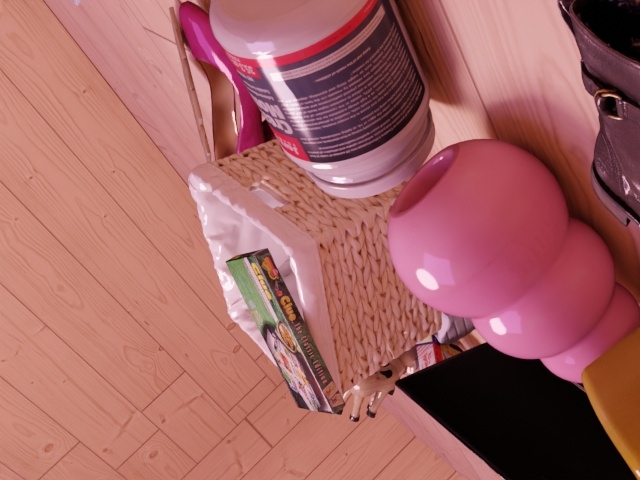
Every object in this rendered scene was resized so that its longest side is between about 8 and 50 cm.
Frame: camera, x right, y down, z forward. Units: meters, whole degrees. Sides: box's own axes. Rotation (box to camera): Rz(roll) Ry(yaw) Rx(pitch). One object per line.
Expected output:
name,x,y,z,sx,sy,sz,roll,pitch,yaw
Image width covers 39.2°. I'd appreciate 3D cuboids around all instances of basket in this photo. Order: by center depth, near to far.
basket,-0.003,0.020,1.471,0.328,0.266,0.331,36,147,46

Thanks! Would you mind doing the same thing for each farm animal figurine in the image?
farm animal figurine,0.157,0.228,1.794,0.327,0.172,0.330,17,-159,-10

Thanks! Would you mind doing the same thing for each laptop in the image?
laptop,0.380,0.350,1.462,0.382,0.236,0.408,39,166,40

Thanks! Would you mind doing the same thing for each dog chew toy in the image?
dog chew toy,0.236,0.039,1.028,0.332,0.206,0.206,41,171,-12

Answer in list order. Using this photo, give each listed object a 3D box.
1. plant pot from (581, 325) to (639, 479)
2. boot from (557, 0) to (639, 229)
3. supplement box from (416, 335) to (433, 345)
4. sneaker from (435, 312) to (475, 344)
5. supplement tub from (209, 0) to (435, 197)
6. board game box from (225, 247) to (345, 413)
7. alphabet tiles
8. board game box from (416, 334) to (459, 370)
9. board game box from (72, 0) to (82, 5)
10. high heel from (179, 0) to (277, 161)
plant pot,0.398,0.185,0.928,0.212,0.212,0.187,52,180,-27
boot,0.289,-0.067,0.696,0.263,0.091,0.229,42,169,36
supplement box,0.166,0.133,1.620,0.083,0.056,0.083,-88,-17,-47
sneaker,0.231,0.104,1.593,0.258,0.094,0.091,77,167,-61
supplement tub,0.012,-0.196,1.022,0.191,0.191,0.272,37,165,43
board game box,-0.055,0.136,1.344,0.259,0.030,0.136,64,158,-7
alphabet tiles,-0.255,-0.292,1.776,0.342,0.011,0.285,164,92,-83
board game box,0.267,0.272,1.647,0.193,0.045,0.146,35,-159,-15
board game box,-0.489,-0.593,1.636,0.275,0.144,0.142,49,170,-7
high heel,-0.186,-0.244,1.633,0.127,0.181,0.377,32,162,53
